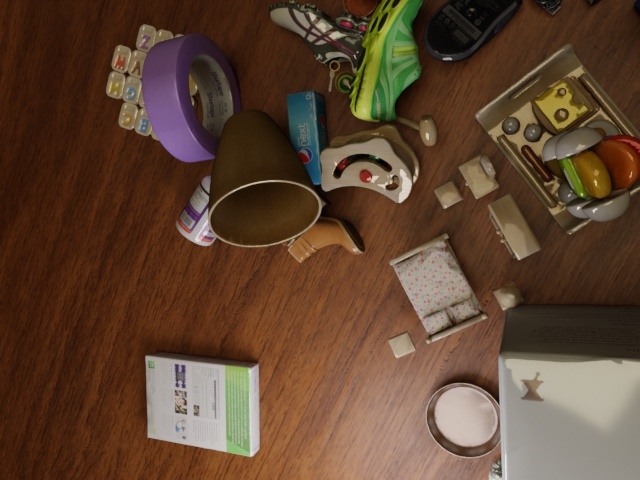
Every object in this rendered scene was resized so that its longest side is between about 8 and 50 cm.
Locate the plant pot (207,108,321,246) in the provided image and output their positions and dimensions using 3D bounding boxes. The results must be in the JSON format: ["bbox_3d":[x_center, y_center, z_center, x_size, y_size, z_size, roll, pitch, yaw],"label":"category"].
[{"bbox_3d":[-0.141,-0.153,1.176,0.237,0.237,0.255,-27,58,20],"label":"plant pot"}]

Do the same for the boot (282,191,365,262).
[{"bbox_3d":[0.000,0.000,1.259,0.152,0.073,0.197,-48,66,16],"label":"boot"}]

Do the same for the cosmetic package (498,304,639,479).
[{"bbox_3d":[0.487,0.304,0.926,0.329,0.393,0.328,-1,94,21],"label":"cosmetic package"}]

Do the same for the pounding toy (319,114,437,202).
[{"bbox_3d":[0.141,-0.181,1.192,0.269,0.155,0.154,-6,121,30],"label":"pounding toy"}]

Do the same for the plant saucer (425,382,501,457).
[{"bbox_3d":[0.319,0.394,1.190,0.168,0.029,0.169,1,94,20],"label":"plant saucer"}]

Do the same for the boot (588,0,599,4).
[{"bbox_3d":[0.516,-0.584,1.025,0.189,0.076,0.209,-39,74,17],"label":"boot"}]

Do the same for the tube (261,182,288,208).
[{"bbox_3d":[-0.138,-0.166,1.307,0.240,0.070,0.062,51,151,14],"label":"tube"}]

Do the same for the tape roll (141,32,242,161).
[{"bbox_3d":[-0.283,-0.321,1.229,0.090,0.274,0.275,-5,92,21],"label":"tape roll"}]

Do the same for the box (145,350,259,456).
[{"bbox_3d":[-0.312,0.423,1.416,0.321,0.058,0.233,2,95,22],"label":"box"}]

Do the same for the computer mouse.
[{"bbox_3d":[0.332,-0.461,1.103,0.272,0.072,0.189,-39,78,6],"label":"computer mouse"}]

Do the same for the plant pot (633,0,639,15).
[{"bbox_3d":[0.704,-0.399,0.882,0.236,0.236,0.212,-33,89,20],"label":"plant pot"}]

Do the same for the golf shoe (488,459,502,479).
[{"bbox_3d":[0.446,0.534,1.146,0.176,0.069,0.086,16,120,22],"label":"golf shoe"}]

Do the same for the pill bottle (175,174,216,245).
[{"bbox_3d":[-0.264,-0.092,1.328,0.108,0.108,0.194,41,106,13],"label":"pill bottle"}]

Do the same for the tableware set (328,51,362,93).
[{"bbox_3d":[0.094,-0.366,1.169,0.154,0.024,0.104,3,118,-6],"label":"tableware set"}]

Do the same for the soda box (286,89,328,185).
[{"bbox_3d":[-0.026,-0.233,1.250,0.071,0.067,0.210,-4,93,21],"label":"soda box"}]

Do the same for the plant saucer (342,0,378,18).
[{"bbox_3d":[0.091,-0.542,1.210,0.083,0.013,0.084,1,94,21],"label":"plant saucer"}]

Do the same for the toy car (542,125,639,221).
[{"bbox_3d":[0.478,-0.126,0.919,0.136,0.182,0.159,-27,92,9],"label":"toy car"}]

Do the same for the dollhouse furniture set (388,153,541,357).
[{"bbox_3d":[0.235,0.036,1.085,0.355,0.174,0.303,-28,79,14],"label":"dollhouse furniture set"}]

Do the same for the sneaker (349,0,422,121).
[{"bbox_3d":[0.153,-0.388,1.114,0.123,0.109,0.296,13,106,-24],"label":"sneaker"}]

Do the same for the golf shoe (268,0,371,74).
[{"bbox_3d":[-0.005,-0.461,1.209,0.272,0.105,0.120,22,109,18],"label":"golf shoe"}]

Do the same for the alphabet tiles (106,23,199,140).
[{"bbox_3d":[-0.440,-0.414,1.417,0.284,0.021,0.278,22,102,17],"label":"alphabet tiles"}]

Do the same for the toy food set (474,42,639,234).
[{"bbox_3d":[0.483,-0.196,1.048,0.219,0.092,0.306,-38,82,19],"label":"toy food set"}]
